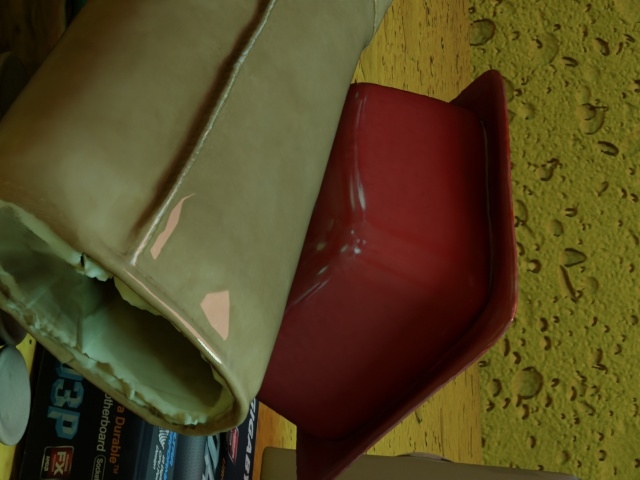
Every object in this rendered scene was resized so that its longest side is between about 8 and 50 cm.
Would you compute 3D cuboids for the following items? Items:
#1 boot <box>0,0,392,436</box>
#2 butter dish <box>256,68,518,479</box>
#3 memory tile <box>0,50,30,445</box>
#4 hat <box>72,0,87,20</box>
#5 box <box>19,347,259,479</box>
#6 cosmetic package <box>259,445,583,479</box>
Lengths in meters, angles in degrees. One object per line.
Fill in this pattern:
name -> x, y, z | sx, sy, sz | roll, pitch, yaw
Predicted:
boot -> -0.063, -0.103, 0.600 | 0.236, 0.089, 0.269 | 41, 52, -22
butter dish -> 0.000, 0.000, 0.705 | 0.160, 0.118, 0.160 | -45, -151, 38
memory tile -> -0.124, -0.003, 0.567 | 0.113, 0.012, 0.148 | 33, 55, -77
hat -> -0.002, -0.098, 0.761 | 0.173, 0.184, 0.208 | -69, 155, -64
box -> -0.075, 0.114, 0.698 | 0.175, 0.051, 0.220 | 72, 19, -54
cosmetic package -> 0.057, 0.208, 0.784 | 0.365, 0.197, 0.155 | -84, 179, -88
